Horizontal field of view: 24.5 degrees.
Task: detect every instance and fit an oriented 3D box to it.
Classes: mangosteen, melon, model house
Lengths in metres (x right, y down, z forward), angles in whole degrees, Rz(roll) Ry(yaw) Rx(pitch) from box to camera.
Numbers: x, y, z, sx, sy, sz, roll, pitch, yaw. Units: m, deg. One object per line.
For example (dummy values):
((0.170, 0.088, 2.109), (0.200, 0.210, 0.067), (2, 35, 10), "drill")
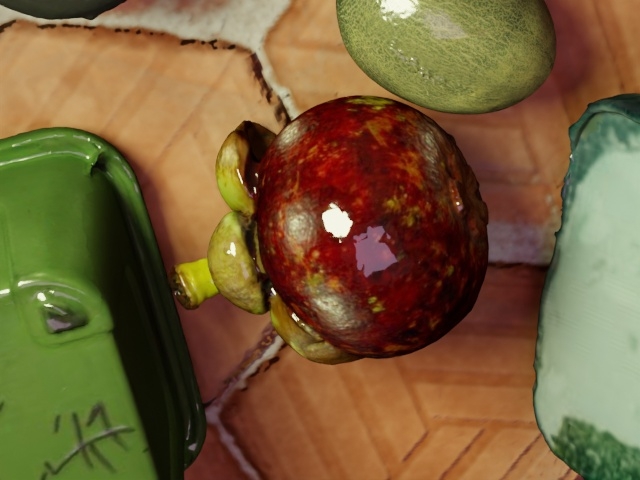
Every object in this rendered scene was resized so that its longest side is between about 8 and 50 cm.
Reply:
((0.011, 0.000, 0.850), (0.145, 0.156, 0.181), (14, 145, -41), "mangosteen")
((0.070, -0.120, 0.815), (0.130, 0.098, 0.098), (26, 109, -15), "melon")
((0.302, 0.032, 0.900), (0.291, 0.184, 0.253), (-7, 110, -21), "model house")

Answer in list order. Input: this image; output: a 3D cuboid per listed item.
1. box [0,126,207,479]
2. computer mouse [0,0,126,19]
((-0.238, 0.106, 0.829), (0.328, 0.178, 0.253), (-15, 118, -1), "box")
((-0.095, -0.235, 0.738), (0.264, 0.088, 0.147), (-45, 116, 1), "computer mouse")
